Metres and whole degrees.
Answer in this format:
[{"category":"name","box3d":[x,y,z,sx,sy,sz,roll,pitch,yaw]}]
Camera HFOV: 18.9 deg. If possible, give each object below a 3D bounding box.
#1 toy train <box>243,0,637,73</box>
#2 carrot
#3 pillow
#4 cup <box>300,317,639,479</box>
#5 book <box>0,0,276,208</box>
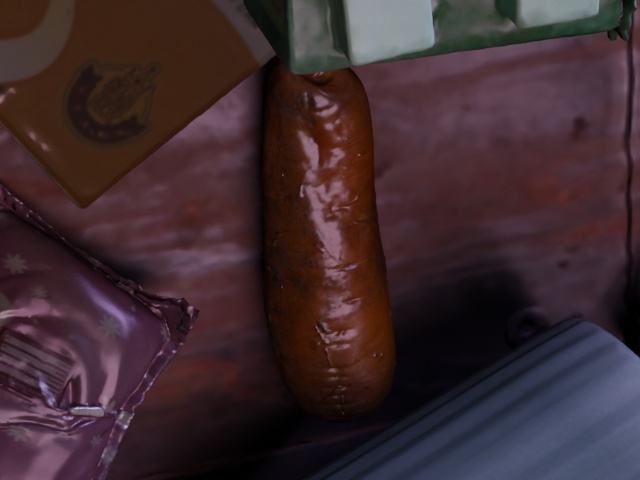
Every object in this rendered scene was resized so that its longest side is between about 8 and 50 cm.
[{"category":"toy train","box3d":[0.024,-0.193,0.679,0.159,0.188,0.272,-9,120,-14]},{"category":"carrot","box3d":[0.000,0.000,0.875,0.060,0.060,0.186,-14,118,-13]},{"category":"pillow","box3d":[-0.139,0.080,0.843,0.118,0.043,0.185,29,86,-10]},{"category":"cup","box3d":[0.045,0.269,0.920,0.392,0.310,0.401,-35,152,-5]},{"category":"book","box3d":[-0.048,-0.173,0.787,0.295,0.020,0.208,-39,122,3]}]
